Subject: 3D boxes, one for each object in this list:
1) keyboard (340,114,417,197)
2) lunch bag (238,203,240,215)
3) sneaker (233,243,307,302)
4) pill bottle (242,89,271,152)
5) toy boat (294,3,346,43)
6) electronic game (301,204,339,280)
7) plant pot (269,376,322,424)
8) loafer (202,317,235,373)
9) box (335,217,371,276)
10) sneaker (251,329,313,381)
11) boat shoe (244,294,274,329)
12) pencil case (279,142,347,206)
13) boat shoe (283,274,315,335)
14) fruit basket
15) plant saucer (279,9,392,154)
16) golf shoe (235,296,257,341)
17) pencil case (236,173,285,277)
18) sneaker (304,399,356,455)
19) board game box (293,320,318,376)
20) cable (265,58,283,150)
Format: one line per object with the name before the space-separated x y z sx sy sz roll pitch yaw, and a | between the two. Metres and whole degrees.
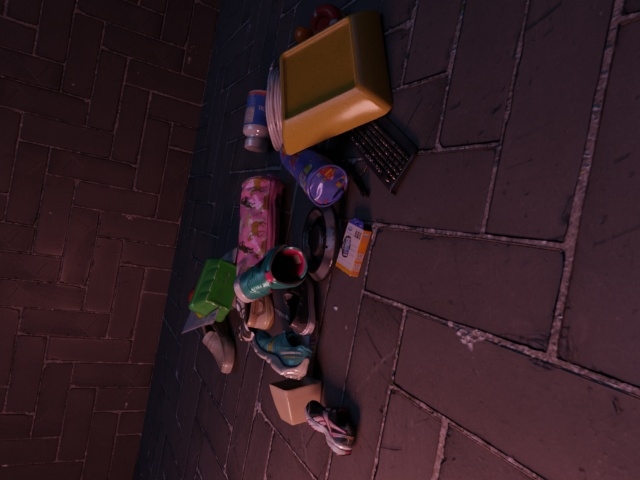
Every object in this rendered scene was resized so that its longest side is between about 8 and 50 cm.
keyboard | 0.122 -0.213 1.145 0.201 0.033 0.317 -64 31 28
lunch bag | -0.292 -0.117 1.829 0.098 0.067 0.065 8 88 63
sneaker | -0.104 0.065 1.304 0.178 0.295 0.123 -24 101 31
pill bottle | -0.238 -0.467 1.788 0.124 0.124 0.221 -1 81 61
toy boat | -0.008 -0.611 1.384 0.151 0.151 0.231 -22 62 57
electronic game | 0.000 0.000 1.276 0.229 0.048 0.229 -176 90 -68
plant pot | -0.062 0.425 1.204 0.109 0.109 0.096 -12 84 60
loafer | -0.424 0.418 1.849 0.319 0.112 0.112 50 124 55
box | 0.084 0.014 1.142 0.081 0.028 0.136 35 109 60
sneaker | -0.103 0.306 1.285 0.275 0.107 0.109 14 74 57
boat shoe | -0.239 0.177 1.603 0.109 0.098 0.302 -56 37 37
pencil case | -0.022 -0.205 1.292 0.119 0.133 0.306 -52 32 12
boat shoe | -0.069 0.170 1.286 0.080 0.076 0.228 -49 29 29
fruit basket | -0.453 0.219 1.886 0.353 0.166 0.326 -34 36 53
plant saucer | 0.010 -0.438 1.216 0.333 0.081 0.332 -16 66 29
golf shoe | -0.255 0.266 1.646 0.094 0.077 0.198 -27 64 43
pencil case | -0.201 -0.033 1.546 0.160 0.167 0.385 54 -147 -66
sneaker | 0.032 0.425 1.078 0.178 0.072 0.077 26 92 53
board game box | -0.049 0.299 1.291 0.103 0.026 0.154 -5 77 61
cable | -0.113 -0.424 1.481 0.257 0.089 0.257 83 -172 -49
